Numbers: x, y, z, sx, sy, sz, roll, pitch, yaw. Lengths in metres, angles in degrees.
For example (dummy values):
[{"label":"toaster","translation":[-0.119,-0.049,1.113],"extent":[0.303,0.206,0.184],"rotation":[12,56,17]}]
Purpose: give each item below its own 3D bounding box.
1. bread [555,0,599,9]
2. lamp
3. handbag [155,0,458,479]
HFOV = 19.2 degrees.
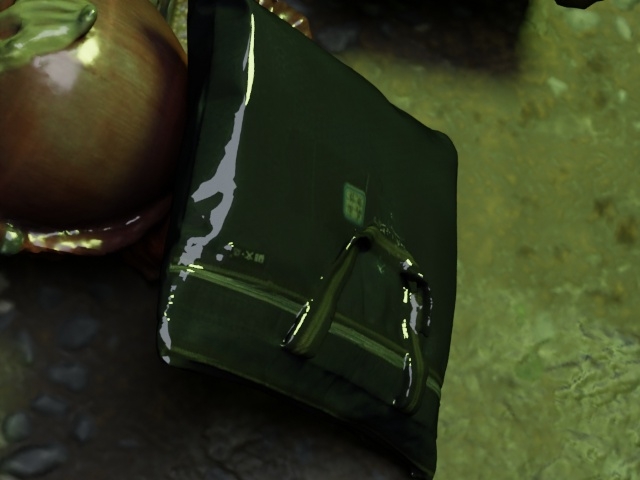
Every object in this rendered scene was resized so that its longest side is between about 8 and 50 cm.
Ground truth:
[{"label":"bread","translation":[0.070,-0.269,1.118],"extent":[0.204,0.162,0.262],"rotation":[4,92,-15]},{"label":"lamp","translation":[-0.129,-0.083,1.015],"extent":[0.223,0.151,0.215],"rotation":[31,65,-50]},{"label":"handbag","translation":[0.000,0.000,0.990],"extent":[0.254,0.088,0.211],"rotation":[29,57,-52]}]
